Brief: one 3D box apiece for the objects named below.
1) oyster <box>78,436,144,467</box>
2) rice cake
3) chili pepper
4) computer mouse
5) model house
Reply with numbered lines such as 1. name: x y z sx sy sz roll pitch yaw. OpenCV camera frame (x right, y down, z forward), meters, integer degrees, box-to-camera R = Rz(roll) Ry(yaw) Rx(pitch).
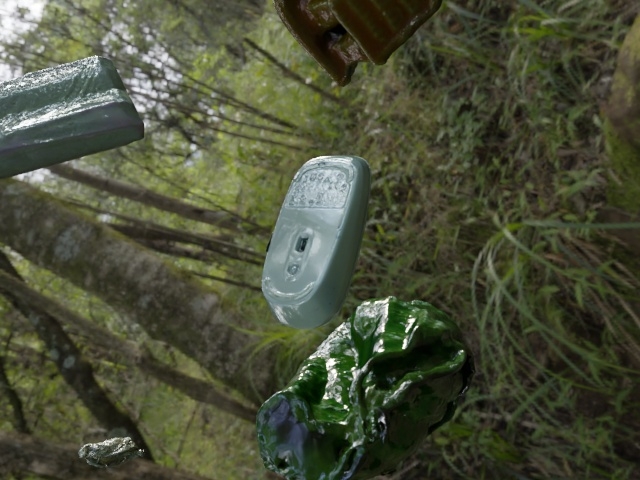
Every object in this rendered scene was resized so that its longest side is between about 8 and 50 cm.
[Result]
1. oyster: -0.336 0.343 1.101 0.100 0.098 0.037 113 143 -58
2. rice cake: -0.244 -0.073 0.485 0.080 0.221 0.042 60 156 23
3. chili pepper: 0.064 0.160 0.790 0.213 0.167 0.385 -62 -21 11
4. computer mouse: 0.004 0.003 1.085 0.097 0.159 0.289 34 -113 -43
5. model house: 0.044 -0.387 0.991 0.173 0.268 0.239 -53 25 -13
